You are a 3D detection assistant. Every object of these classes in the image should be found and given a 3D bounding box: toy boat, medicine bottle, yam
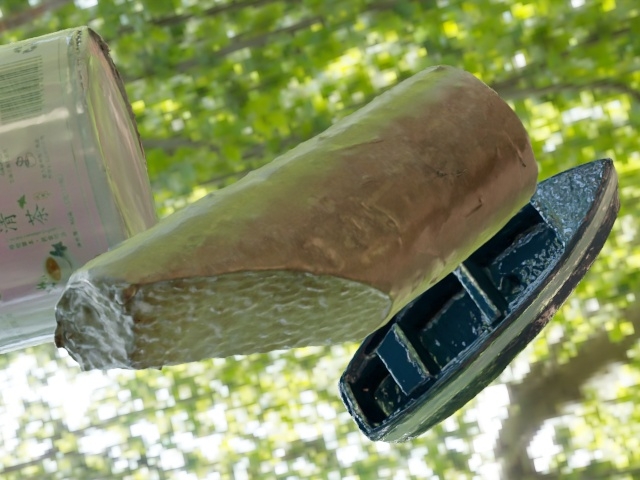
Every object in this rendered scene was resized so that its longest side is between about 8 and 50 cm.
[{"bbox_3d":[0.138,0.048,1.180,0.062,0.299,0.096,28,-158,-43],"label":"toy boat"},{"bbox_3d":[-0.289,-0.024,1.167,0.245,0.290,0.245,-14,-90,-88],"label":"medicine bottle"},{"bbox_3d":[0.000,0.000,0.692,0.259,0.106,0.106,-35,-70,-39],"label":"yam"}]
